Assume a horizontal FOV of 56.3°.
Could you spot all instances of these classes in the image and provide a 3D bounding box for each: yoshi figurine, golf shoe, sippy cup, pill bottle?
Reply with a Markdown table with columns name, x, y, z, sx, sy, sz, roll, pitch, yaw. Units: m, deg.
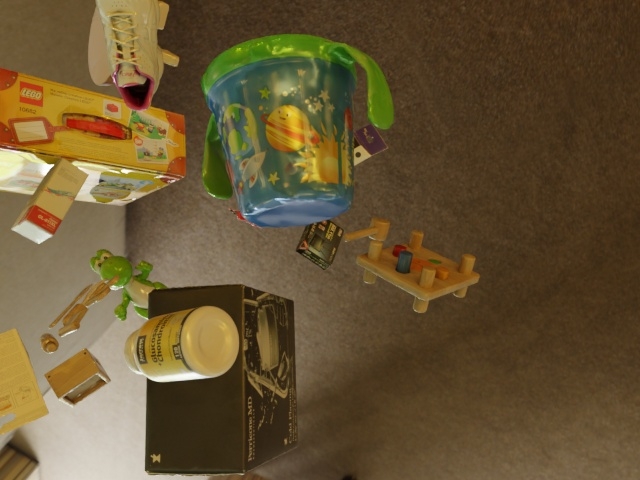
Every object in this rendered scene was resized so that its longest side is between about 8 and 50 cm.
| name | x | y | z | sx | sy | sz | roll | pitch | yaw |
| --- | --- | --- | --- | --- | --- | --- | --- | --- | --- |
| yoshi figurine | -0.666 | 0.171 | 2.153 | 0.203 | 0.204 | 0.362 | -32 | 117 | 35 |
| golf shoe | -0.366 | -0.386 | 1.163 | 0.115 | 0.140 | 0.306 | -3 | 148 | -4 |
| sippy cup | -0.047 | -0.143 | 0.884 | 0.239 | 0.224 | 0.305 | -5 | 167 | -16 |
| pill bottle | -0.218 | 0.161 | 0.910 | 0.184 | 0.103 | 0.103 | -16 | 115 | 39 |

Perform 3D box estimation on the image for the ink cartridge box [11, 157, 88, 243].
| name | x | y | z | sx | sy | sz | roll | pitch | yaw |
| --- | --- | --- | --- | --- | --- | --- | --- | --- | --- |
| ink cartridge box | -0.635 | -0.092 | 1.410 | 0.072 | 0.175 | 0.127 | 36 | 150 | -29 |

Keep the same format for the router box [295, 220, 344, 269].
| name | x | y | z | sx | sy | sz | roll | pitch | yaw |
| --- | --- | --- | --- | --- | --- | --- | --- | --- | --- |
| router box | 0.000 | 0.000 | 1.508 | 0.092 | 0.123 | 0.038 | 34 | 141 | -16 |

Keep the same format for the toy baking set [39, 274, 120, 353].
| name | x | y | z | sx | sy | sz | roll | pitch | yaw |
| --- | --- | --- | --- | --- | --- | --- | --- | --- | --- |
| toy baking set | -0.491 | 0.148 | 1.219 | 0.030 | 0.197 | 0.256 | 51 | 153 | -18 |

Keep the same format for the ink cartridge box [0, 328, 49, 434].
| name | x | y | z | sx | sy | sz | roll | pitch | yaw |
| --- | --- | --- | --- | --- | --- | --- | --- | --- | --- |
| ink cartridge box | -0.512 | 0.234 | 0.919 | 0.179 | 0.145 | 0.045 | 51 | 147 | 30 |

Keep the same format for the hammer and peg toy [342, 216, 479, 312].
| name | x | y | z | sx | sy | sz | roll | pitch | yaw |
| --- | --- | --- | --- | --- | --- | --- | --- | --- | --- |
| hammer and peg toy | 0.228 | 0.061 | 1.682 | 0.361 | 0.265 | 0.128 | 28 | 119 | 39 |

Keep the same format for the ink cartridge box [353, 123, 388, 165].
| name | x | y | z | sx | sy | sz | roll | pitch | yaw |
| --- | --- | --- | --- | --- | --- | --- | --- | --- | --- |
| ink cartridge box | 0.051 | -0.231 | 1.508 | 0.208 | 0.206 | 0.045 | -28 | 118 | 6 |

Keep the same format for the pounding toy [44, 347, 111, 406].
| name | x | y | z | sx | sy | sz | roll | pitch | yaw |
| --- | --- | --- | --- | --- | --- | --- | --- | --- | --- |
| pounding toy | -0.608 | 0.338 | 1.479 | 0.100 | 0.130 | 0.141 | 50 | 161 | 18 |

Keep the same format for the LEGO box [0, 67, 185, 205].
| name | x | y | z | sx | sy | sz | roll | pitch | yaw |
| --- | --- | --- | --- | --- | --- | --- | --- | --- | --- |
| LEGO box | -0.679 | -0.249 | 1.613 | 0.372 | 0.500 | 0.193 | -14 | 76 | 43 |

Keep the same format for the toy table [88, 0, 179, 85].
| name | x | y | z | sx | sy | sz | roll | pitch | yaw |
| --- | --- | --- | --- | --- | --- | --- | --- | --- | --- |
| toy table | -0.522 | -0.554 | 1.659 | 0.252 | 0.160 | 0.274 | 48 | 121 | 29 |

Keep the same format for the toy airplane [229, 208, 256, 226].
| name | x | y | z | sx | sy | sz | roll | pitch | yaw |
| --- | --- | --- | --- | --- | --- | --- | --- | --- | --- |
| toy airplane | -0.258 | -0.076 | 2.089 | 0.151 | 0.028 | 0.151 | 22 | 176 | 2 |

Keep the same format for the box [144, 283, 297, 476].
| name | x | y | z | sx | sy | sz | roll | pitch | yaw |
| --- | --- | --- | --- | --- | --- | --- | --- | --- | --- |
| box | -0.269 | 0.395 | 1.752 | 0.297 | 0.472 | 0.481 | -5 | 78 | 15 |
